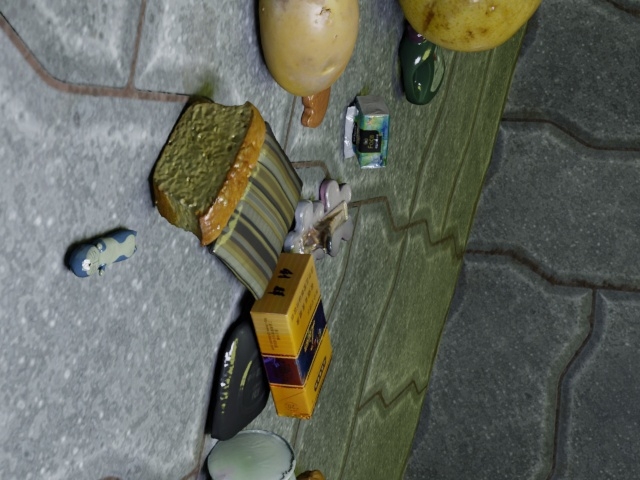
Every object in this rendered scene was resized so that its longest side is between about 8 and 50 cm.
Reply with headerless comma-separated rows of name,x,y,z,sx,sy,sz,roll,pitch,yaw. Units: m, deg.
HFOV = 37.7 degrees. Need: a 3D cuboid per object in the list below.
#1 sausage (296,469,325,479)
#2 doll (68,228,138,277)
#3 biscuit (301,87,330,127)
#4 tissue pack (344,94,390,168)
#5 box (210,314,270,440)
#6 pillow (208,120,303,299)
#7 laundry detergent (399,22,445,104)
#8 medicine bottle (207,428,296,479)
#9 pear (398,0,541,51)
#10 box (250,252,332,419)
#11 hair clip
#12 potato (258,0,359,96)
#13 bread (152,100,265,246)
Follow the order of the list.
sausage,-0.037,0.615,1.995,0.134,0.116,0.354,-34,135,-43
doll,-0.234,0.013,1.026,0.125,0.027,0.037,-32,127,-65
biscuit,-0.004,-0.246,1.524,0.102,0.019,0.130,-48,148,-57
tissue pack,0.084,-0.203,1.747,0.085,0.079,0.111,-104,-167,-53
box,-0.115,0.210,1.527,0.212,0.042,0.201,-25,128,-68
pillow,-0.090,-0.039,1.381,0.208,0.052,0.212,59,47,-63
laundry detergent,0.208,-0.382,1.959,0.144,0.078,0.221,-67,162,-12
medicine bottle,-0.110,0.403,1.533,0.147,0.147,0.143,-52,151,-50
pear,0.279,-0.497,1.730,0.314,0.314,0.314,15,90,-72
box,-0.043,0.157,1.539,0.152,0.070,0.237,-68,152,-49
hair clip,0.007,-0.026,1.666,0.257,0.075,0.146,-53,135,-63
potato,-0.015,-0.292,1.280,0.150,0.146,0.234,-36,150,-15
bread,-0.135,-0.089,1.120,0.065,0.103,0.187,71,40,-61
